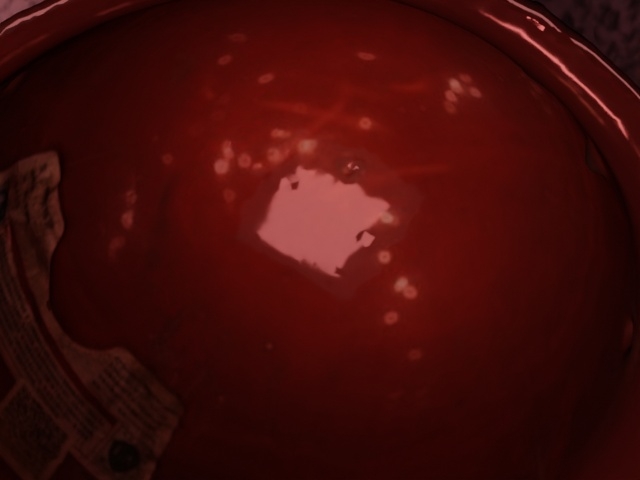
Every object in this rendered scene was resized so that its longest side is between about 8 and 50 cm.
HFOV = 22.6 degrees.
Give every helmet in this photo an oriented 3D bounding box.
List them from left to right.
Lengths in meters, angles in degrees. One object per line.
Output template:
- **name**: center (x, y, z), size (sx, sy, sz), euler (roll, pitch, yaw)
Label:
- **helmet**: center (0.000, 0.000, 0.780), size (0.385, 0.230, 0.337), euler (-22, 106, 19)
